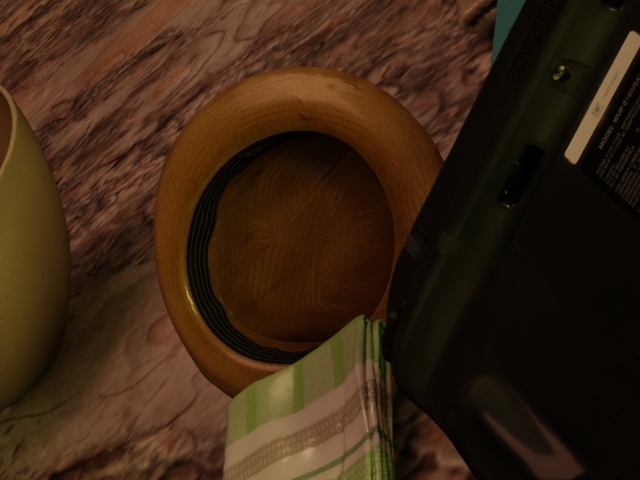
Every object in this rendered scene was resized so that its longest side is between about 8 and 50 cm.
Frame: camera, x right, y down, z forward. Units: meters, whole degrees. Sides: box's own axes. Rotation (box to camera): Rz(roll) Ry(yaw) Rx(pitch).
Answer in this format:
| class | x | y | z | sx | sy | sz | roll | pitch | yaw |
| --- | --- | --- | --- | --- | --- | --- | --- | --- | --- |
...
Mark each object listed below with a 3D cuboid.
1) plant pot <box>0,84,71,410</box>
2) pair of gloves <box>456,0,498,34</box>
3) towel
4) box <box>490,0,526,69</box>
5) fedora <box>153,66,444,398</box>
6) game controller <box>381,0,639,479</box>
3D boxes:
| class | x | y | z | sx | sy | sz | roll | pitch | yaw |
| --- | --- | --- | --- | --- | --- | --- | --- | --- | --- |
| plant pot | -0.306 | 0.036 | 1.081 | 0.284 | 0.191 | 0.284 | -19 | 40 | 17 |
| pair of gloves | 0.172 | -0.250 | 0.938 | 0.240 | 0.042 | 0.204 | -43 | 26 | 15 |
| towel | -0.012 | 0.116 | 0.651 | 0.113 | 0.023 | 0.152 | -33 | 38 | 29 |
| box | 0.144 | -0.119 | 0.699 | 0.060 | 0.100 | 0.244 | -31 | 28 | 31 |
| fedora | 0.000 | 0.000 | 0.742 | 0.194 | 0.194 | 0.079 | -33 | -11 | 30 |
| game controller | 0.124 | -0.043 | 0.512 | 0.166 | 0.067 | 0.319 | 47 | 121 | 42 |
